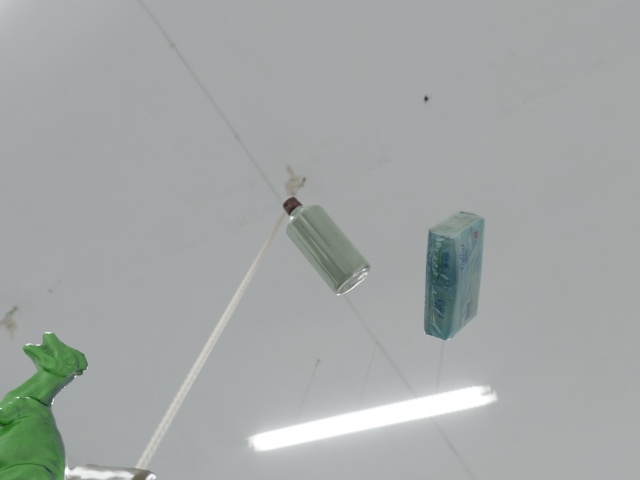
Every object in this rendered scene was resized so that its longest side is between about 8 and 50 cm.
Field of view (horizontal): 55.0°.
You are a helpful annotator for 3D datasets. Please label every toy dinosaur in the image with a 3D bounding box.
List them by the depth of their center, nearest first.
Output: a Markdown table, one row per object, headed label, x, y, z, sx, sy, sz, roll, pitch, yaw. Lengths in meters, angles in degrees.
| label | x | y | z | sx | sy | sz | roll | pitch | yaw |
| --- | --- | --- | --- | --- | --- | --- | --- | --- | --- |
| toy dinosaur | -0.446 | 0.419 | 1.060 | 0.500 | 0.374 | 0.144 | 39 | -50 | 9 |

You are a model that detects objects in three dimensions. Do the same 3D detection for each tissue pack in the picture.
| label | x | y | z | sx | sy | sz | roll | pitch | yaw |
| --- | --- | --- | --- | --- | --- | --- | --- | --- | --- |
| tissue pack | 0.313 | 0.081 | 1.432 | 0.089 | 0.177 | 0.263 | 13 | -64 | 36 |

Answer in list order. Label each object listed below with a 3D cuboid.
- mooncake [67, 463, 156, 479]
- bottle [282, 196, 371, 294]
| label | x | y | z | sx | sy | sz | roll | pitch | yaw |
| --- | --- | --- | --- | --- | --- | --- | --- | --- | --- |
| mooncake | -0.544 | 0.752 | 1.488 | 0.247 | 0.393 | 0.393 | 5 | -26 | 5 |
| bottle | 0.000 | 0.000 | 1.376 | 0.245 | 0.104 | 0.104 | 50 | -51 | 18 |
